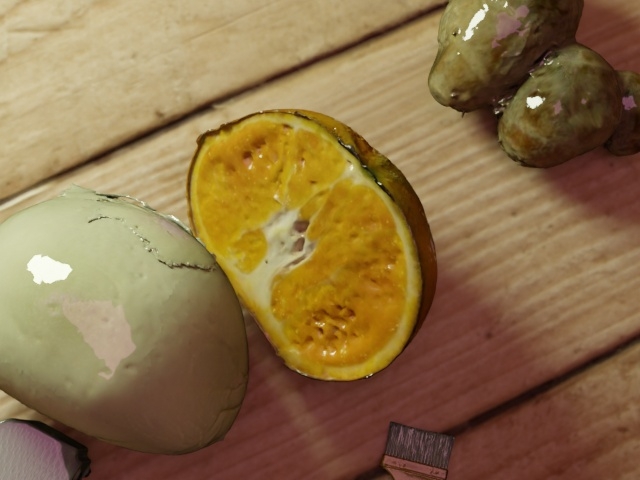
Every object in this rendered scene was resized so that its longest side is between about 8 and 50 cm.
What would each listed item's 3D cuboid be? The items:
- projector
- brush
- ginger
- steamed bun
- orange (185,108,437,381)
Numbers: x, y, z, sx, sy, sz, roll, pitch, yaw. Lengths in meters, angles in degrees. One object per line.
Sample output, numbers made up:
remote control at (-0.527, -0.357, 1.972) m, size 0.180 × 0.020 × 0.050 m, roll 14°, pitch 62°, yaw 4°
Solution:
projector at (-0.353, 0.322, 1.544) m, size 0.108 × 0.198 × 0.250 m, roll 28°, pitch 80°, yaw -1°
brush at (0.101, 0.327, 1.693) m, size 0.083 × 0.011 × 0.205 m, roll 15°, pitch 80°, yaw -5°
ginger at (0.278, -0.205, 1.740) m, size 0.244 × 0.155 × 0.304 m, roll -41°, pitch 96°, yaw -18°
steamed bun at (-0.220, 0.077, 1.532) m, size 0.334 × 0.312 × 0.233 m, roll 23°, pitch 93°, yaw -9°
orange at (0.000, 0.003, 1.612) m, size 0.274 × 0.274 × 0.310 m, roll -17°, pitch 48°, yaw -9°
